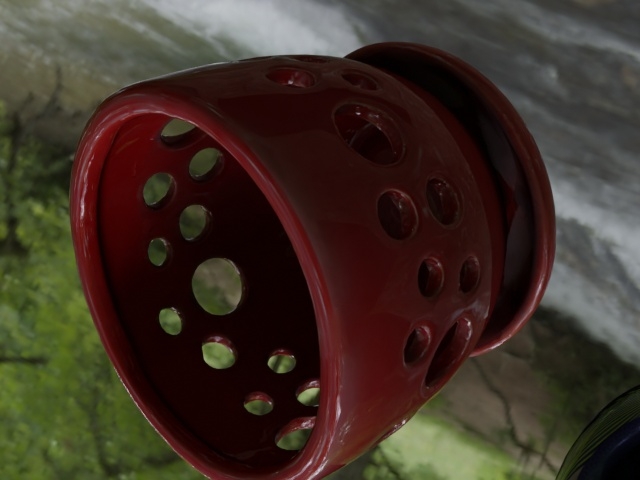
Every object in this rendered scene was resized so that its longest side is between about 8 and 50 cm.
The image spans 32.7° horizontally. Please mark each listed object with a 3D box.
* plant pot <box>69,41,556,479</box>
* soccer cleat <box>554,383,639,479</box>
[{"bbox_3d":[0.000,0.000,0.524,0.191,0.174,0.191,22,123,38],"label":"plant pot"},{"bbox_3d":[0.099,0.188,0.392,0.093,0.289,0.121,14,168,13],"label":"soccer cleat"}]
